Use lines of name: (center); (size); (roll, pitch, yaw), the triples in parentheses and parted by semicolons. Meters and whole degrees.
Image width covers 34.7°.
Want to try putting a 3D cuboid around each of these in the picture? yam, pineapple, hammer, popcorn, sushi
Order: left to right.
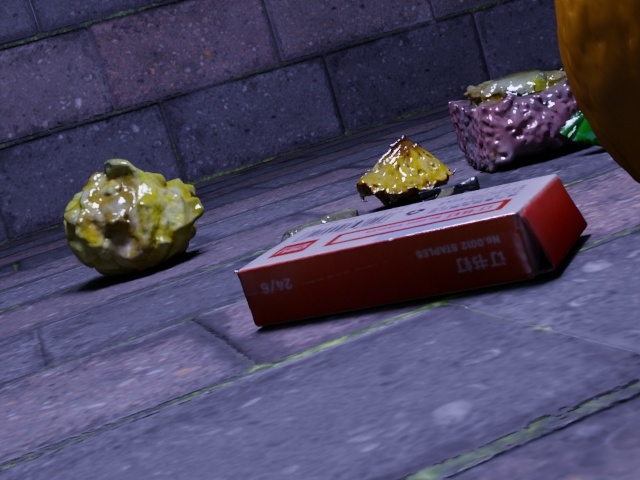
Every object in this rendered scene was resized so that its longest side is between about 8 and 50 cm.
popcorn: (-0.230, -0.022, 1.282); (0.174, 0.142, 0.173); (-19, -17, -6)
yam: (0.000, 0.000, 0.946); (0.094, 0.043, 0.043); (-21, 9, -34)
pineapple: (0.091, -0.078, 1.207); (0.114, 0.077, 0.114); (-14, -6, -7)
hammer: (0.116, -0.035, 1.041); (0.062, 0.017, 0.182); (-14, 9, 22)
sushi: (0.259, -0.158, 1.291); (0.161, 0.107, 0.241); (-13, 8, -1)

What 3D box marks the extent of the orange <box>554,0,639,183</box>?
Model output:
orange: (0.291, -0.161, 0.552); (0.341, 0.293, 0.340); (-17, 6, 2)

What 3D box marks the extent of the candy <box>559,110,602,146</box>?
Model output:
candy: (0.351, -0.155, 1.064); (0.141, 0.078, 0.203); (-59, 11, -3)

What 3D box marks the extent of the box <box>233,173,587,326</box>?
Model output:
box: (0.066, 0.007, 0.739); (0.229, 0.050, 0.123); (-12, 11, 27)
